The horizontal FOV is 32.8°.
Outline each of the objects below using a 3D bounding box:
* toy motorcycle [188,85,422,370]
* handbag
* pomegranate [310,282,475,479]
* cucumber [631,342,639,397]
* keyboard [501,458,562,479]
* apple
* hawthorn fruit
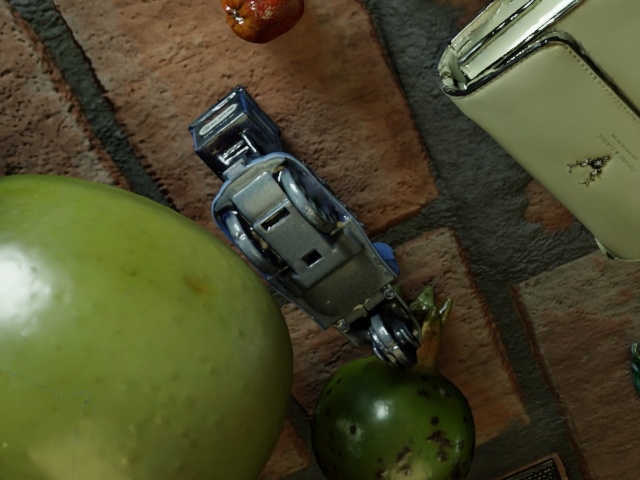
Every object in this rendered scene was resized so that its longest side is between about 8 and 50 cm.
[{"bbox_3d":[0.000,0.000,1.248,0.125,0.213,0.358,-36,119,11],"label":"toy motorcycle"},{"bbox_3d":[0.332,-0.150,1.255,0.236,0.160,0.358,-39,123,21],"label":"handbag"},{"bbox_3d":[0.106,0.222,1.397,0.231,0.231,0.286,8,121,-18],"label":"pomegranate"},{"bbox_3d":[0.501,0.234,1.606,0.056,0.056,0.250,-27,127,4],"label":"cucumber"},{"bbox_3d":[0.277,0.400,1.686,0.202,0.011,0.067,-24,124,2],"label":"keyboard"},{"bbox_3d":[-0.267,0.150,1.138,0.473,0.474,0.474,-6,124,-10],"label":"apple"},{"bbox_3d":[-0.057,-0.252,1.141,0.093,0.093,0.093,-6,124,-10],"label":"hawthorn fruit"}]
